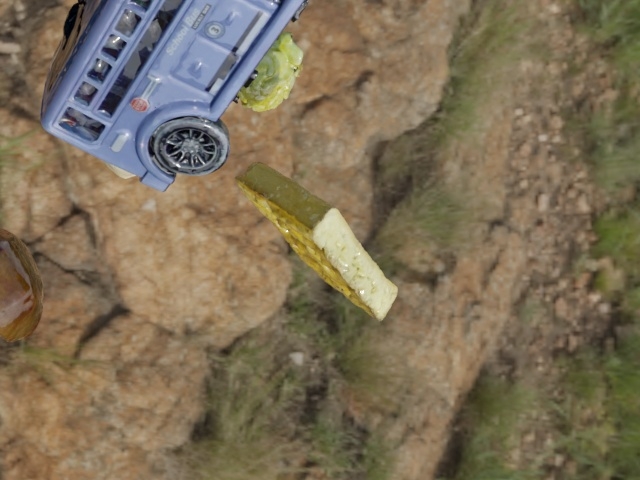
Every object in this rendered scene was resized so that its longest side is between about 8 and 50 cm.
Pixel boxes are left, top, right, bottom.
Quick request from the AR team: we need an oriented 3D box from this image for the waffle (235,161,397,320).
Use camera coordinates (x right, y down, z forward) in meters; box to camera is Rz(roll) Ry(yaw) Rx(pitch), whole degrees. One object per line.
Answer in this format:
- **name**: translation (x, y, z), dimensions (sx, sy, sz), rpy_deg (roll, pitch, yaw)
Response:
- **waffle**: translation (0.000, 0.000, 1.452), dimensions (0.057, 0.168, 0.274), rpy_deg (-49, 141, -7)

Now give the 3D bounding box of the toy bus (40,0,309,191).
- **toy bus**: translation (-0.073, -0.176, 0.680), dimensions (0.133, 0.292, 0.125), rpy_deg (23, 39, -25)

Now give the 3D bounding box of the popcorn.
- **popcorn**: translation (-0.100, -0.294, 1.807), dimensions (0.141, 0.162, 0.136), rpy_deg (68, 24, -46)

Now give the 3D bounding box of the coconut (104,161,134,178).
- **coconut**: translation (-0.218, -0.133, 1.237), dimensions (0.110, 0.124, 0.110), rpy_deg (2, 78, -9)

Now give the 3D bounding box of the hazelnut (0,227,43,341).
- **hazelnut**: translation (-0.470, 0.068, 1.435), dimensions (0.160, 0.170, 0.202), rpy_deg (-21, 146, -13)
